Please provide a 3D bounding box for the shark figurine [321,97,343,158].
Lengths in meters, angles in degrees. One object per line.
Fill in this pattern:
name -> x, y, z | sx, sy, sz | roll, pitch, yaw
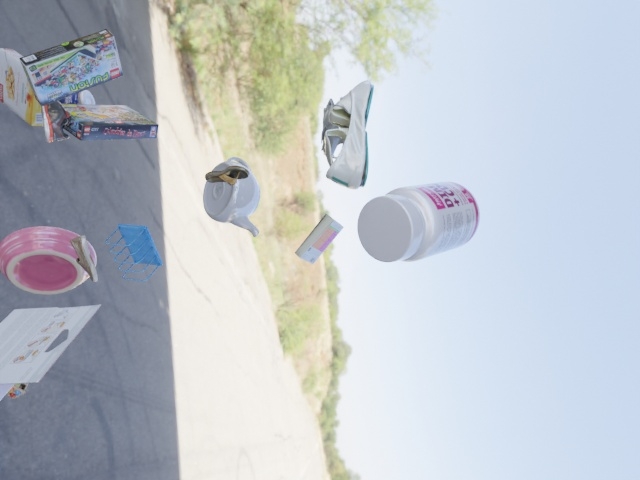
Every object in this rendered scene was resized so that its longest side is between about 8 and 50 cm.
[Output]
shark figurine -> 0.058, -0.360, 2.040 | 0.278, 0.116, 0.166 | 88, 7, -54

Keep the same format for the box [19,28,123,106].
box -> -0.569, -0.401, 1.287 | 0.036, 0.207, 0.114 | 46, -28, 24

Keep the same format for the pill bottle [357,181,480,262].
pill bottle -> 0.216, -0.041, 1.207 | 0.283, 0.160, 0.160 | -13, 95, -49

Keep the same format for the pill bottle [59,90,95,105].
pill bottle -> -0.735, -0.399, 1.639 | 0.067, 0.120, 0.067 | -10, 90, -81

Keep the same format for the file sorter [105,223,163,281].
file sorter -> -0.645, 0.044, 1.916 | 0.104, 0.118, 0.170 | -63, 150, -47

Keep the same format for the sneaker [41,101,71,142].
sneaker -> -0.647, -0.312, 1.362 | 0.061, 0.064, 0.158 | -29, -111, 60

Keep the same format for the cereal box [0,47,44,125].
cereal box -> -0.949, -0.488, 1.767 | 0.240, 0.047, 0.173 | 32, -61, 29

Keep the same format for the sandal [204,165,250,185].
sandal -> -0.317, -0.211, 1.889 | 0.072, 0.180, 0.049 | 40, 48, -55

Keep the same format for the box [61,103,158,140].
box -> -0.589, -0.325, 1.522 | 0.159, 0.233, 0.044 | 33, -62, 28

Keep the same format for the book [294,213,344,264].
book -> 0.000, 0.000, 1.595 | 0.035, 0.144, 0.096 | 42, 4, 28

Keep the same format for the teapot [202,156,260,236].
teapot -> -0.317, -0.177, 2.129 | 0.252, 0.187, 0.256 | 29, -79, 46

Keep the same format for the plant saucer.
plant saucer -> -0.993, 0.090, 2.018 | 0.332, 0.332, 0.084 | 84, -8, -49

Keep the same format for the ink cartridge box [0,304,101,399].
ink cartridge box -> -0.643, 0.244, 1.225 | 0.275, 0.238, 0.060 | -75, 159, -61

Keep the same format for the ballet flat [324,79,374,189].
ballet flat -> 0.080, -0.325, 1.606 | 0.139, 0.139, 0.400 | 85, 10, -58

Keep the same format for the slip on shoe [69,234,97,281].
slip on shoe -> -0.637, 0.053, 1.500 | 0.051, 0.041, 0.135 | 39, -39, 52

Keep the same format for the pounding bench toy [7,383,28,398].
pounding bench toy -> -0.873, 0.397, 1.570 | 0.083, 0.052, 0.065 | 50, 26, -31
